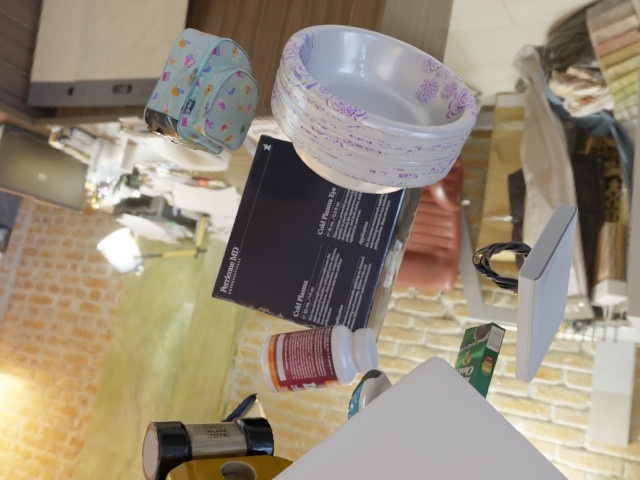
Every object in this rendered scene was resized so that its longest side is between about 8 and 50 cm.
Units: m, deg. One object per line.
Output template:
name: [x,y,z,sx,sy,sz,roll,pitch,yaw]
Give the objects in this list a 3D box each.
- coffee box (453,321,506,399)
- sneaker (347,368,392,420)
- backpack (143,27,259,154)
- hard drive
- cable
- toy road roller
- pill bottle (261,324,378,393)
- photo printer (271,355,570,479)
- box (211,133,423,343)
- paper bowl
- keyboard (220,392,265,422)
coffee box: [0.325,0.268,1.361,0.040,0.184,0.113,28,158,-10]
sneaker: [0.087,0.231,0.710,0.083,0.190,0.071,2,-160,40]
backpack: [-0.187,-0.249,1.074,0.145,0.188,0.166,14,178,22]
hard drive: [0.431,0.108,1.235,0.040,0.203,0.307,19,142,30]
cable: [0.460,0.066,1.554,0.150,0.047,0.184,49,147,-7]
toy road roller: [-0.152,0.431,0.965,0.203,0.240,0.329,6,-163,-31]
pill bottle: [0.000,0.166,0.909,0.152,0.086,0.086,-11,163,15]
photo printer: [0.067,0.277,0.557,0.256,0.308,0.107,45,167,46]
box: [0.000,0.000,1.281,0.313,0.343,0.179,16,177,17]
paper bowl: [0.069,-0.179,0.929,0.284,0.284,0.148,13,130,-9]
keyboard: [-0.179,0.427,1.279,0.033,0.201,0.317,30,152,20]
